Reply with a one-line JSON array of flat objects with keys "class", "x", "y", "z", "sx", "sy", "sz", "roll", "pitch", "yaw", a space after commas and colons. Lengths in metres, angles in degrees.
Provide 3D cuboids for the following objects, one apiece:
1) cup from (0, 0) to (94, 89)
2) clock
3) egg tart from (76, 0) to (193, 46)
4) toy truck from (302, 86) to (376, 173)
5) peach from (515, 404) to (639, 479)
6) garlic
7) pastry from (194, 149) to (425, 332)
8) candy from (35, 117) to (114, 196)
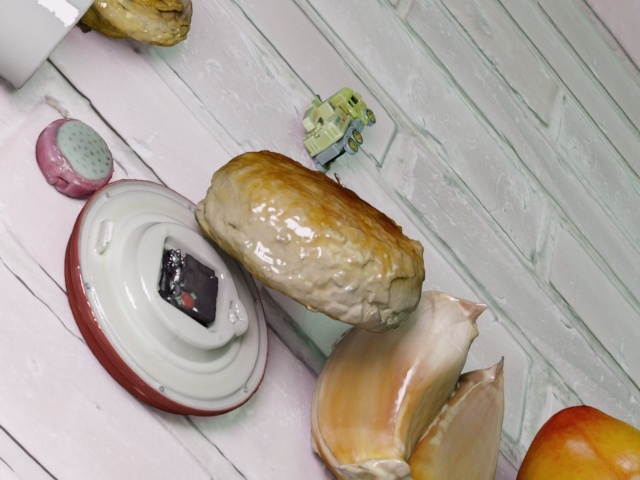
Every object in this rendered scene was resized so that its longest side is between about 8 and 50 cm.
[{"class": "cup", "x": -0.373, "y": -0.350, "z": 1.607, "sx": 0.234, "sy": 0.186, "sz": 0.258, "roll": 42, "pitch": 54, "yaw": -14}, {"class": "clock", "x": -0.177, "y": 0.066, "z": 1.632, "sx": 0.318, "sy": 0.080, "sz": 0.318, "roll": 35, "pitch": 37, "yaw": -32}, {"class": "egg tart", "x": -0.301, "y": -0.371, "z": 1.832, "sx": 0.291, "sy": 0.107, "sz": 0.291, "roll": 41, "pitch": 30, "yaw": -29}, {"class": "toy truck", "x": 0.020, "y": -0.188, "z": 2.146, "sx": 0.100, "sy": 0.077, "sz": 0.169, "roll": 51, "pitch": 32, "yaw": -14}, {"class": "peach", "x": 0.416, "y": 0.410, "z": 1.992, "sx": 0.308, "sy": 0.289, "sz": 0.289, "roll": 41, "pitch": 22, "yaw": 29}, {"class": "garlic", "x": 0.126, "y": 0.241, "z": 1.767, "sx": 0.286, "sy": 0.249, "sz": 0.313, "roll": 27, "pitch": 51, "yaw": -3}, {"class": "pastry", "x": 0.000, "y": 0.000, "z": 1.701, "sx": 0.329, "sy": 0.136, "sz": 0.329, "roll": 29, "pitch": 10, "yaw": -6}, {"class": "candy", "x": -0.302, "y": -0.102, "z": 1.640, "sx": 0.103, "sy": 0.043, "sz": 0.103, "roll": 32, "pitch": 41, "yaw": -33}]
